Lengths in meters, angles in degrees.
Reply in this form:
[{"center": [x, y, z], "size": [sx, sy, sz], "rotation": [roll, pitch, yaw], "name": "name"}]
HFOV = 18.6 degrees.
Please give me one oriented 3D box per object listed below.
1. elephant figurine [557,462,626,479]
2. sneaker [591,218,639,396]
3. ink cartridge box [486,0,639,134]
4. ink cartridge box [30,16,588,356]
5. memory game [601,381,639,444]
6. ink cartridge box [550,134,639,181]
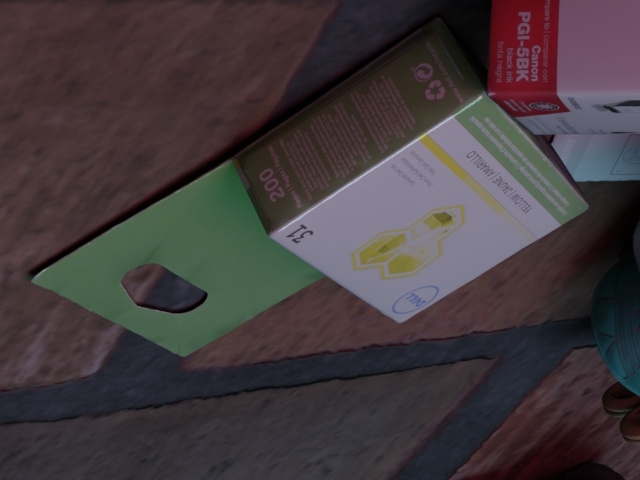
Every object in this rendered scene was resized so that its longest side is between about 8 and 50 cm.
[{"center": [0.127, 0.264, 1.459], "size": [0.239, 0.169, 0.186], "rotation": [-9, 123, 1], "name": "elephant figurine"}, {"center": [0.216, 0.029, 1.093], "size": [0.178, 0.123, 0.295], "rotation": [-22, 160, 38], "name": "sneaker"}, {"center": [0.150, -0.081, 0.858], "size": [0.135, 0.056, 0.099], "rotation": [1, 173, 19], "name": "ink cartridge box"}, {"center": [0.000, 0.000, 0.967], "size": [0.235, 0.056, 0.171], "rotation": [-33, 153, 11], "name": "ink cartridge box"}, {"center": [0.264, 0.074, 1.226], "size": [0.186, 0.186, 0.012], "rotation": [-26, 113, 1], "name": "memory game"}, {"center": [0.244, -0.100, 1.019], "size": [0.232, 0.066, 0.189], "rotation": [3, 147, -9], "name": "ink cartridge box"}]
